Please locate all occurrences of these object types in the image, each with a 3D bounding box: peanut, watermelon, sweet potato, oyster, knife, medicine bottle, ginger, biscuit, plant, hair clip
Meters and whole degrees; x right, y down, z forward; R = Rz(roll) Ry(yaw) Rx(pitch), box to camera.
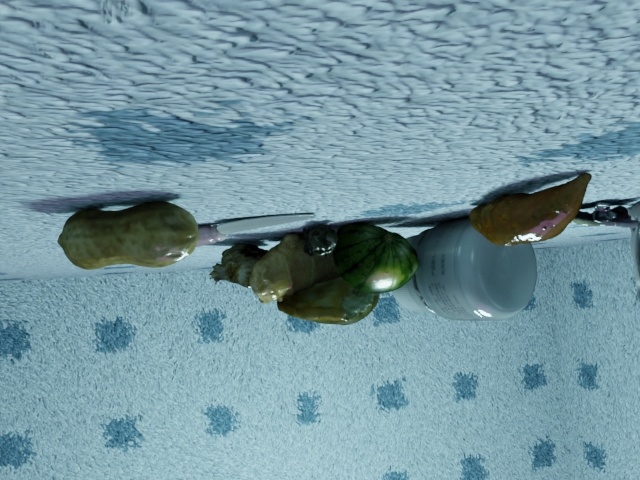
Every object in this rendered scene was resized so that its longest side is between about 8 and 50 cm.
[{"bbox_3d":[-0.282,-0.005,0.875,0.229,0.098,0.103,-2,149,13],"label":"peanut"},{"bbox_3d":[0.113,0.055,1.414,0.204,0.127,0.232,35,155,-13],"label":"watermelon"},{"bbox_3d":[0.333,-0.036,1.048,0.095,0.106,0.354,30,170,-6],"label":"sweet potato"},{"bbox_3d":[-0.183,0.083,1.718,0.198,0.133,0.337,29,-176,5],"label":"oyster"},{"bbox_3d":[-0.173,-0.027,1.176,0.336,0.043,0.081,-13,166,20],"label":"knife"},{"bbox_3d":[0.333,0.072,1.482,0.245,0.245,0.306,-1,175,-34],"label":"medicine bottle"},{"bbox_3d":[-0.031,0.055,1.569,0.354,0.190,0.126,-14,-150,-40],"label":"ginger"},{"bbox_3d":[0.059,0.135,1.596,0.335,0.078,0.329,-21,-164,-26],"label":"biscuit"},{"bbox_3d":[0.000,0.000,1.367,0.085,0.087,0.174,-34,-177,-5],"label":"plant"},{"bbox_3d":[0.624,-0.055,1.366,0.146,0.056,0.187,1,180,18],"label":"hair clip"}]

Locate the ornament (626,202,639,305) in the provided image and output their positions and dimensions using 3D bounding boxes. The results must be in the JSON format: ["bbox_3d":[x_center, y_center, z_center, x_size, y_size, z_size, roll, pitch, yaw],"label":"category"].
[{"bbox_3d":[0.830,0.021,1.317,0.240,0.239,0.239,-6,176,11],"label":"ornament"}]
